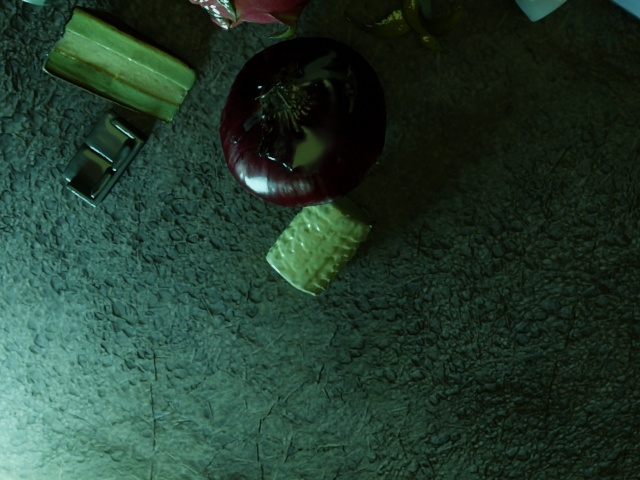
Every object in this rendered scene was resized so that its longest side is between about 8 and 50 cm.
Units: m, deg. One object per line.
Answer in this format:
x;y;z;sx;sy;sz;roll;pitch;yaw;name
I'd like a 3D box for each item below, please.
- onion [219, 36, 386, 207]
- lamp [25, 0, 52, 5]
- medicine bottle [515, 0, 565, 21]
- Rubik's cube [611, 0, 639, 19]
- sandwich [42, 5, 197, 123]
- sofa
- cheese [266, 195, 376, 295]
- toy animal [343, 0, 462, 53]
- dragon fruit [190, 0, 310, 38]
-0.017;-0.172;1.171;0.273;0.285;0.273;-7;71;20;onion
-0.408;-0.467;1.117;0.121;0.121;0.214;32;116;-8;lamp
0.281;-0.452;1.102;0.147;0.147;0.247;-41;102;11;medicine bottle
0.497;-0.458;1.001;0.259;0.255;0.260;-32;131;9;Rubik's cube
-0.306;-0.266;1.165;0.187;0.144;0.117;32;106;-7;sandwich
-0.366;-0.137;1.245;0.085;0.060;0.147;38;103;-9;sofa
0.000;0.000;1.264;0.123;0.094;0.167;32;109;-18;cheese
0.166;-0.355;1.162;0.155;0.219;0.095;15;89;-41;toy animal
-0.089;-0.420;1.083;0.224;0.224;0.227;33;85;-8;dragon fruit
